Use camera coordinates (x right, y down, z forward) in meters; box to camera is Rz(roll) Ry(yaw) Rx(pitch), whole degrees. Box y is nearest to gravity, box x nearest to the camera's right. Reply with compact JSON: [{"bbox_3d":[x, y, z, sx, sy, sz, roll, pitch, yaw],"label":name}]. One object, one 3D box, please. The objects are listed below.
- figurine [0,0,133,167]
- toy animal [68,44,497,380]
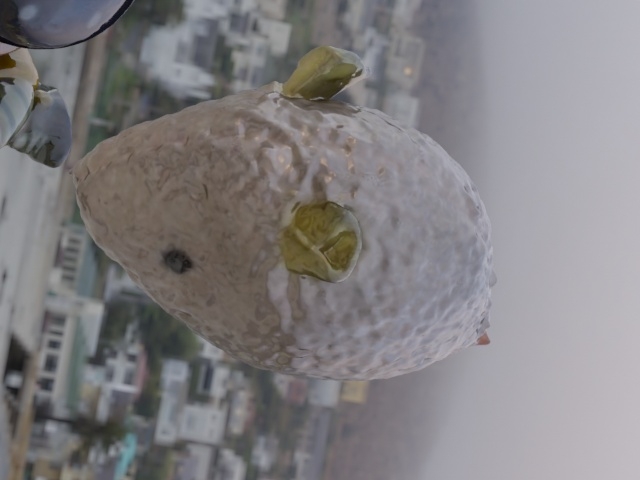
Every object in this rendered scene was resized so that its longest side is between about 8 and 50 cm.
[{"bbox_3d":[-0.160,-0.133,0.658,0.257,0.192,0.167,-43,-130,50],"label":"figurine"},{"bbox_3d":[0.006,0.002,1.111,0.226,0.358,0.188,-34,-134,43],"label":"toy animal"}]
